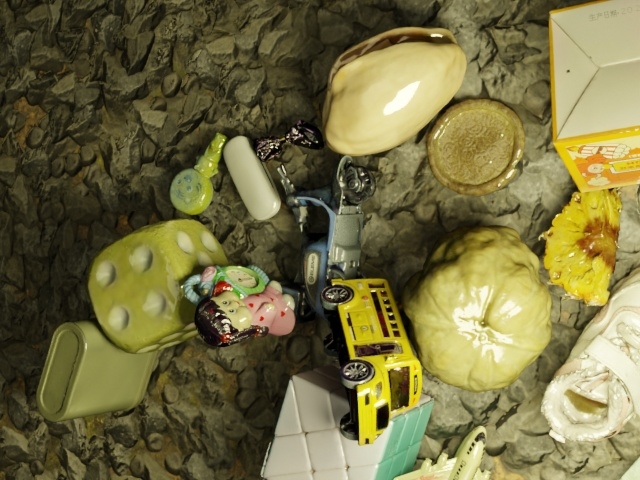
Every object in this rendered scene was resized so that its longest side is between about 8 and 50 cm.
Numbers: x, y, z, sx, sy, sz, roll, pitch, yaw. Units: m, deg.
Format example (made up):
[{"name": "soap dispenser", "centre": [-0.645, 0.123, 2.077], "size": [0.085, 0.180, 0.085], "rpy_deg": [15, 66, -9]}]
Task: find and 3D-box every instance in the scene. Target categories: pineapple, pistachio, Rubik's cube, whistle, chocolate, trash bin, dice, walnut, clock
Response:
[{"name": "pineapple", "centre": [0.451, 0.008, 1.669], "size": [0.135, 0.079, 0.233], "rpy_deg": [-8, 60, 51]}, {"name": "pistachio", "centre": [0.133, -0.285, 1.810], "size": [0.318, 0.214, 0.193], "rpy_deg": [-30, 34, 17]}, {"name": "Rubik's cube", "centre": [0.055, 0.383, 1.822], "size": [0.221, 0.225, 0.231], "rpy_deg": [21, 100, 26]}, {"name": "whistle", "centre": [-0.260, -0.147, 2.088], "size": [0.104, 0.057, 0.198], "rpy_deg": [36, 98, 29]}, {"name": "chocolate", "centre": [-0.065, -0.211, 1.982], "size": [0.147, 0.072, 0.070], "rpy_deg": [-16, 42, 19]}, {"name": "trash bin", "centre": [-0.493, 0.280, 2.097], "size": [0.121, 0.247, 0.243], "rpy_deg": [24, 102, 27]}, {"name": "dice", "centre": [-0.340, 0.099, 2.030], "size": [0.238, 0.227, 0.233], "rpy_deg": [-29, 79, 23]}, {"name": "walnut", "centre": [0.277, 0.119, 1.678], "size": [0.253, 0.277, 0.282], "rpy_deg": [-13, 111, 4]}, {"name": "clock", "centre": [-0.174, 0.128, 1.868], "size": [0.194, 0.195, 0.100], "rpy_deg": [42, 123, 31]}]

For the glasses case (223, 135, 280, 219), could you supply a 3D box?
[{"name": "glasses case", "centre": [-0.148, -0.135, 2.025], "size": [0.074, 0.049, 0.193], "rpy_deg": [-32, 77, 24]}]

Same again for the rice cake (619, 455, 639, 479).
[{"name": "rice cake", "centre": [0.558, 0.427, 1.650], "size": [0.069, 0.063, 0.206], "rpy_deg": [39, 106, 28]}]

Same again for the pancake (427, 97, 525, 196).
[{"name": "pancake", "centre": [0.297, -0.178, 1.809], "size": [0.199, 0.021, 0.199], "rpy_deg": [1, 92, 27]}]

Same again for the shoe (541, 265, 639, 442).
[{"name": "shoe", "centre": [0.513, 0.208, 1.598], "size": [0.172, 0.198, 0.351], "rpy_deg": [32, 105, 22]}]

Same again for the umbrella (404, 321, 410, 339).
[{"name": "umbrella", "centre": [0.167, 0.184, 1.868], "size": [0.144, 0.040, 0.037], "rpy_deg": [-19, 89, 30]}]

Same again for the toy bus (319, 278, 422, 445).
[{"name": "toy bus", "centre": [0.090, 0.207, 1.696], "size": [0.151, 0.331, 0.145], "rpy_deg": [-5, 124, -6]}]

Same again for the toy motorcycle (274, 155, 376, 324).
[{"name": "toy motorcycle", "centre": [0.000, 0.000, 1.907], "size": [0.213, 0.125, 0.358], "rpy_deg": [12, 99, 31]}]

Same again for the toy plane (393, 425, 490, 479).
[{"name": "toy plane", "centre": [0.255, 0.461, 1.783], "size": [0.229, 0.092, 0.244], "rpy_deg": [23, 88, -6]}]

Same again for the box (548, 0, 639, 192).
[{"name": "box", "centre": [0.540, -0.247, 1.548], "size": [0.284, 0.214, 0.259], "rpy_deg": [-8, 66, 28]}]
